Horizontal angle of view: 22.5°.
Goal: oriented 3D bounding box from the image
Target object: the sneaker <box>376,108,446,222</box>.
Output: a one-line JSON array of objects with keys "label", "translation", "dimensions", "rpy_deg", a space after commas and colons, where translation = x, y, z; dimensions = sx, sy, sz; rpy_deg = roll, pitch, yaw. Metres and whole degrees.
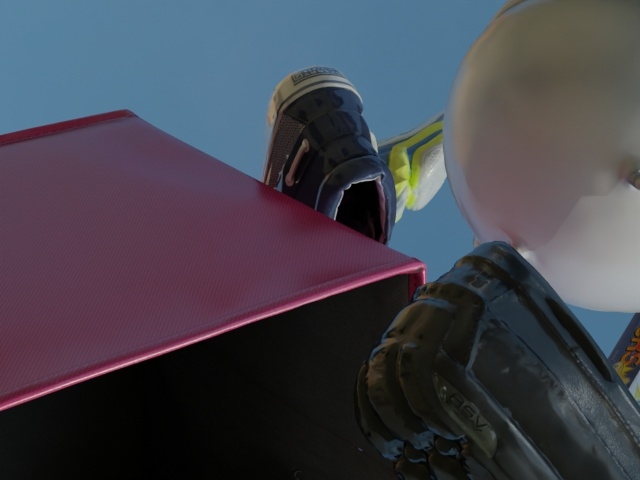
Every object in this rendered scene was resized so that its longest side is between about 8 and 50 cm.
[{"label": "sneaker", "translation": [0.035, -0.066, 1.458], "dimensions": [0.126, 0.240, 0.091], "rpy_deg": [34, -37, 13]}]

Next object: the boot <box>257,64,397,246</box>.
[{"label": "boot", "translation": [0.000, 0.000, 0.893], "dimensions": [0.190, 0.069, 0.086], "rpy_deg": [91, -19, -49]}]

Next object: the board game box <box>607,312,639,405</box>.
[{"label": "board game box", "translation": [0.254, 0.141, 1.232], "dimensions": [0.035, 0.136, 0.201], "rpy_deg": [8, -126, 45]}]

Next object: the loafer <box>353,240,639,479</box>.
[{"label": "loafer", "translation": [0.103, 0.097, 0.509], "dimensions": [0.078, 0.223, 0.076], "rpy_deg": [-47, -166, -28]}]

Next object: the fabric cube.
[{"label": "fabric cube", "translation": [-0.128, 0.109, 0.811], "dimensions": [0.258, 0.254, 0.259], "rpy_deg": [28, -54, 44]}]

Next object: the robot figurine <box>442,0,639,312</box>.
[{"label": "robot figurine", "translation": [0.197, -0.091, 0.966], "dimensions": [0.200, 0.353, 0.300], "rpy_deg": [37, -48, 1]}]
